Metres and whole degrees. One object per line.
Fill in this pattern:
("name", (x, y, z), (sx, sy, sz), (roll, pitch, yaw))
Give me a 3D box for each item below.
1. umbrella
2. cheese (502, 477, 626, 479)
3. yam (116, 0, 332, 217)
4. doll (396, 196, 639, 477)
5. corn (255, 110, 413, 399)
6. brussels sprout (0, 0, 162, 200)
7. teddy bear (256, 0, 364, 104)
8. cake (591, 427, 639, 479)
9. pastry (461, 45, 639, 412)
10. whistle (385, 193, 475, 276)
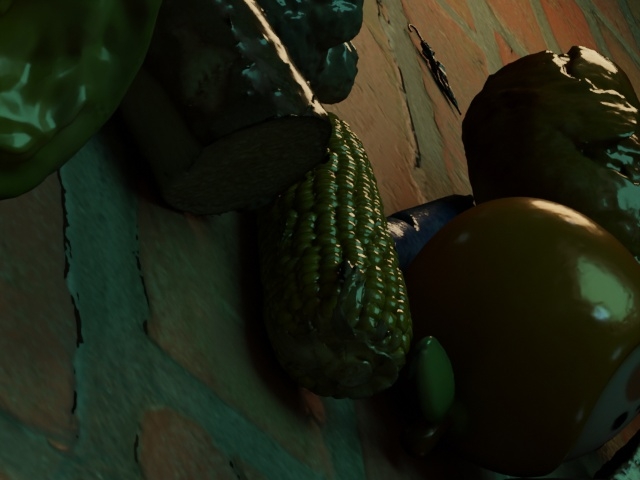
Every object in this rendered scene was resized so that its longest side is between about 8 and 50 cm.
("umbrella", (0.127, -0.186, 2.062), (0.022, 0.013, 0.122), (-3, 59, -54))
("cheese", (0.215, 0.269, 1.314), (0.128, 0.203, 0.177), (38, 60, -42))
("yam", (-0.095, -0.138, 1.278), (0.238, 0.129, 0.128), (62, 19, 18))
("doll", (0.126, 0.084, 1.371), (0.236, 0.213, 0.213), (-34, 88, -34))
("corn", (0.000, 0.000, 1.327), (0.106, 0.106, 0.293), (43, 18, -30))
("brussels sprout", (-0.210, -0.173, 0.857), (0.344, 0.268, 0.344), (42, 30, -31))
("teddy bear", (-0.072, -0.216, 1.443), (0.236, 0.151, 0.267), (99, -29, -63))
("cake", (0.248, 0.252, 1.571), (0.112, 0.135, 0.246), (45, 47, 7))
("pastry", (0.237, -0.005, 1.703), (0.356, 0.164, 0.356), (-18, 90, -81))
("whistle", (0.077, 0.003, 1.555), (0.062, 0.062, 0.304), (56, 19, 5))
